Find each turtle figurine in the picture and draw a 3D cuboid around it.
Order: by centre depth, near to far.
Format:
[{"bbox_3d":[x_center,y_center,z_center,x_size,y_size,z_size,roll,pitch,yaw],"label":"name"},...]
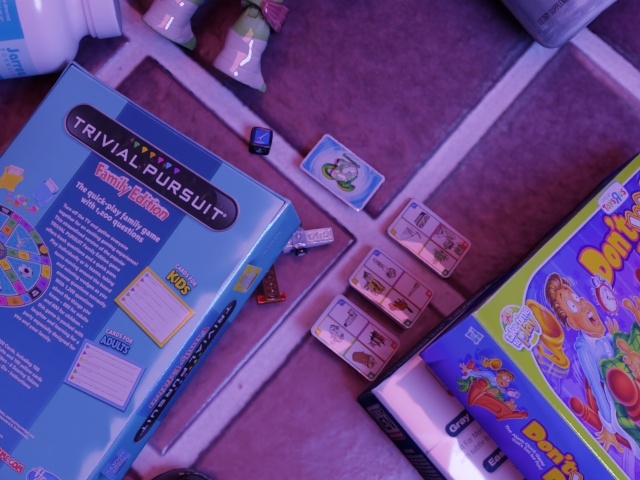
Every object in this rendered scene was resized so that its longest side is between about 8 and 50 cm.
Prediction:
[{"bbox_3d":[-0.043,-0.294,0.984,0.197,0.275,0.266,28,99,-21],"label":"turtle figurine"}]

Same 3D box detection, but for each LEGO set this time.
[{"bbox_3d":[0.000,0.000,0.973,0.244,0.060,0.182,38,67,2],"label":"LEGO set"}]

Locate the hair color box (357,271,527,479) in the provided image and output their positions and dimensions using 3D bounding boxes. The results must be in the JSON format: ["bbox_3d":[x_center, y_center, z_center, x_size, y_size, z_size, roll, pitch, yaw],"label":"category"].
[{"bbox_3d":[0.214,0.218,0.905,0.174,0.105,0.347,-39,85,-13],"label":"hair color box"}]

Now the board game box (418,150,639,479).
[{"bbox_3d":[0.272,0.086,0.860,0.233,0.078,0.347,49,48,5],"label":"board game box"}]

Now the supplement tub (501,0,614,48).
[{"bbox_3d":[0.193,-0.372,0.950,0.207,0.207,0.338,-40,89,-10],"label":"supplement tub"}]

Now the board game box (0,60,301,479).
[{"bbox_3d":[-0.217,0.045,0.892,0.253,0.079,0.336,33,81,14],"label":"board game box"}]

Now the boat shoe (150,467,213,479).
[{"bbox_3d":[-0.195,0.349,0.859,0.112,0.095,0.335,31,79,2],"label":"boat shoe"}]

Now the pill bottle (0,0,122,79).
[{"bbox_3d":[-0.325,-0.222,0.927,0.264,0.146,0.146,-9,81,-5],"label":"pill bottle"}]
